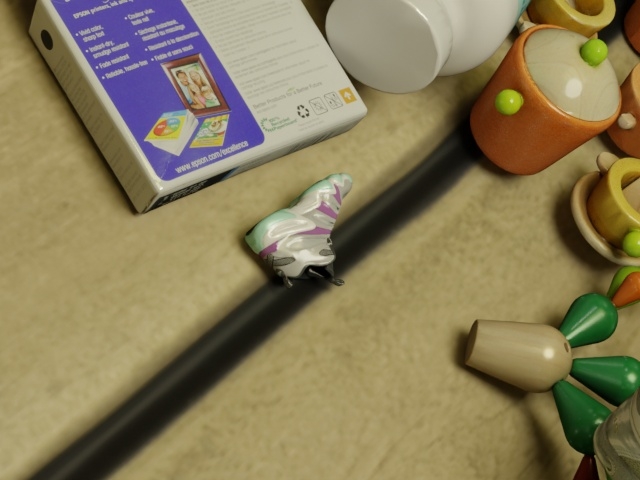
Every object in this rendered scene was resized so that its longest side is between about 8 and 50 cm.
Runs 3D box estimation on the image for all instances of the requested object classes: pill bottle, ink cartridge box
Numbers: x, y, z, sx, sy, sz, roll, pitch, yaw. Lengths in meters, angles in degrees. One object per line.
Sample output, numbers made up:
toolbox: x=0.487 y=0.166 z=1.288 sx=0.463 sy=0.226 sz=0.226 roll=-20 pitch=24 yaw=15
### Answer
pill bottle: x=0.101 y=-0.223 z=1.378 sx=0.146 sy=0.146 sz=0.264 roll=41 pitch=50 yaw=-8
ink cartridge box: x=-0.094 y=-0.141 z=1.266 sx=0.206 sy=0.045 sz=0.208 roll=-24 pitch=81 yaw=-40

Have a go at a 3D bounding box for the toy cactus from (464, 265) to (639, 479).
toy cactus: x=0.193 y=0.096 z=1.308 sx=0.180 sy=0.112 sz=0.219 roll=15 pitch=58 yaw=-5

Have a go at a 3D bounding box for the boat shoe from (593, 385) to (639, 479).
boat shoe: x=0.311 y=0.213 z=1.160 sx=0.320 sy=0.103 sz=0.118 roll=43 pitch=51 yaw=7

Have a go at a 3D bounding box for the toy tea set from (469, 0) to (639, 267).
toy tea set: x=0.243 y=-0.147 z=1.432 sx=0.200 sy=0.124 sz=0.336 roll=32 pitch=46 yaw=-11

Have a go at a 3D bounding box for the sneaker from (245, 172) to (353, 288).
sneaker: x=0.000 y=0.000 z=1.259 sx=0.098 sy=0.038 sz=0.069 roll=-36 pitch=89 yaw=-32
